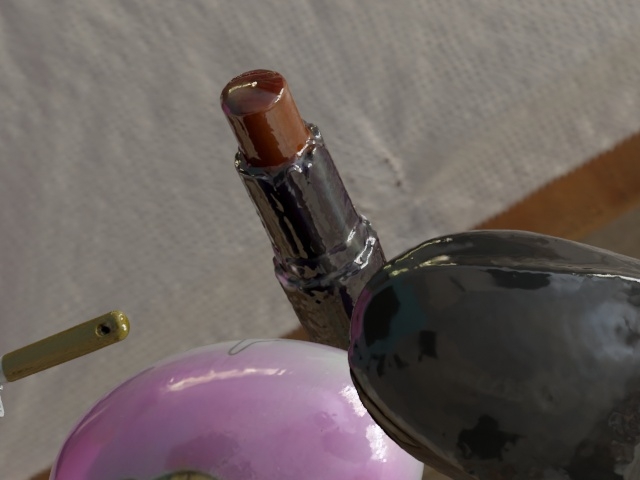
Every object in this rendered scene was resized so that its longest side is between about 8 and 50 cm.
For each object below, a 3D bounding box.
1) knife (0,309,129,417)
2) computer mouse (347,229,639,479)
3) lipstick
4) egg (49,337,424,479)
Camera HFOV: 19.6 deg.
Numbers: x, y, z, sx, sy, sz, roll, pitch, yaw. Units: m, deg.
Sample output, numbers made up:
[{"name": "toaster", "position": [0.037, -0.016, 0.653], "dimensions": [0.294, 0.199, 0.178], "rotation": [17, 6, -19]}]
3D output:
[{"name": "knife", "position": [-0.241, 0.107, 1.328], "dimensions": [0.256, 0.022, 0.046], "rotation": [-22, -103, 24]}, {"name": "computer mouse", "position": [0.147, 0.076, 0.910], "dimensions": [0.086, 0.270, 0.137], "rotation": [-132, -121, -68]}, {"name": "lipstick", "position": [0.000, 0.000, 1.332], "dimensions": [0.081, 0.299, 0.081], "rotation": [-14, -140, 12]}, {"name": "egg", "position": [-0.057, 0.157, 1.212], "dimensions": [0.271, 0.196, 0.196], "rotation": [-40, -111, 27]}]
